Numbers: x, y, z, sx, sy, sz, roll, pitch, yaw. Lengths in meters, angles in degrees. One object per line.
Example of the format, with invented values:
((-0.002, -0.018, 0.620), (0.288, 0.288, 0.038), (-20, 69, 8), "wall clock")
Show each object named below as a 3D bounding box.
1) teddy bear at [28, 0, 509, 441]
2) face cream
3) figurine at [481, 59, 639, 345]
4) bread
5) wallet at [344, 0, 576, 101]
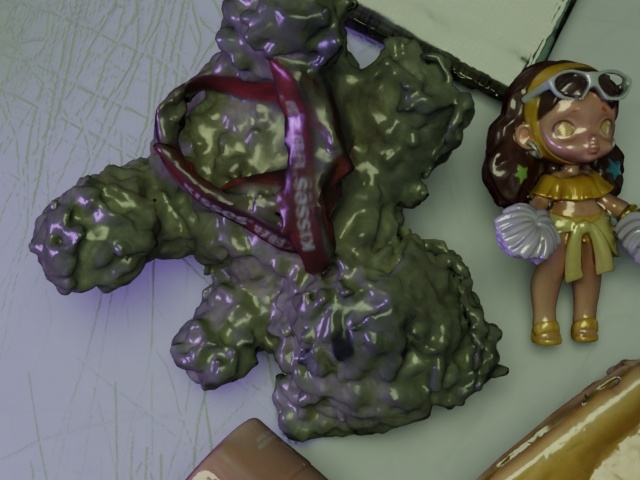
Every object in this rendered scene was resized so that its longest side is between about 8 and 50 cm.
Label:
((0.000, 0.000, 1.505), (0.357, 0.224, 0.367), (-45, 82, 13), "teddy bear")
((-0.062, 0.232, 1.490), (0.104, 0.149, 0.149), (40, 84, 10), "face cream")
((0.209, -0.033, 1.543), (0.174, 0.116, 0.240), (-3, 86, -20), "figurine")
((0.219, 0.206, 1.504), (0.241, 0.107, 0.136), (-39, 83, -4), "bread")
((0.073, -0.256, 1.629), (0.317, 0.044, 0.169), (27, 86, 9), "wallet")
